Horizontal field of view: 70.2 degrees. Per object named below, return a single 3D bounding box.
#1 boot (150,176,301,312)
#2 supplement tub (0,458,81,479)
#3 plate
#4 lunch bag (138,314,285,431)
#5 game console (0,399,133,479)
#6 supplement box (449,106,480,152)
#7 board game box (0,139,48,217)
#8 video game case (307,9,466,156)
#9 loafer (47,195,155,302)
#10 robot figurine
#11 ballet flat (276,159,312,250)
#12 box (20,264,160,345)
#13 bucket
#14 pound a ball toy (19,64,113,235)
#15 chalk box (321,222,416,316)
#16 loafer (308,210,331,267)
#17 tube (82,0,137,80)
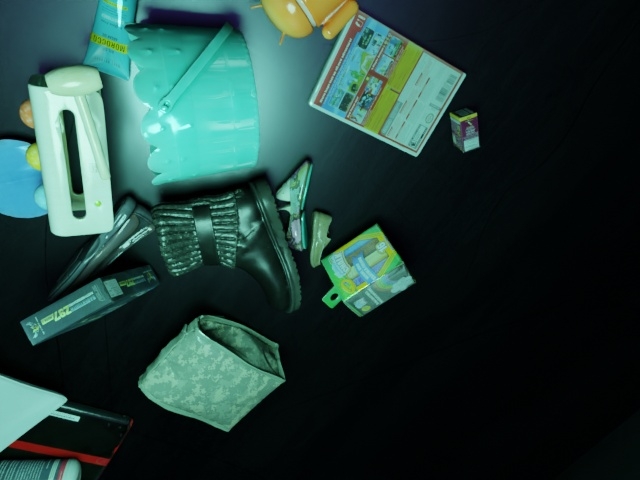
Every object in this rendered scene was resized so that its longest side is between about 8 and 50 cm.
[{"bbox_3d":[-0.203,0.045,1.019,0.260,0.131,0.348,-21,112,-15],"label":"boot"},{"bbox_3d":[-0.776,0.663,1.161,0.272,0.191,0.191,9,117,-19],"label":"supplement tub"},{"bbox_3d":[-0.816,0.399,1.079,0.277,0.045,0.278,-37,134,5],"label":"plate"},{"bbox_3d":[-0.278,0.323,1.158,0.235,0.169,0.287,-45,123,14],"label":"lunch bag"},{"bbox_3d":[-0.770,0.561,1.257,0.386,0.060,0.342,26,105,-25],"label":"game console"},{"bbox_3d":[0.327,-0.250,1.030,0.043,0.055,0.083,-19,122,-2],"label":"supplement box"},{"bbox_3d":[-0.598,-0.127,0.910,0.133,0.033,0.169,-15,126,-10],"label":"board game box"},{"bbox_3d":[0.142,-0.323,0.965,0.285,0.025,0.204,20,114,-22],"label":"video game case"},{"bbox_3d":[-0.473,0.041,0.993,0.095,0.109,0.302,36,103,-32],"label":"loafer"},{"bbox_3d":[-0.017,-0.452,0.798,0.219,0.128,0.158,-39,135,9],"label":"robot figurine"},{"bbox_3d":[-0.063,-0.077,1.039,0.079,0.077,0.222,8,119,5],"label":"ballet flat"},{"bbox_3d":[-0.474,0.129,0.970,0.183,0.232,0.059,-28,91,4],"label":"box"},{"bbox_3d":[-0.221,-0.239,0.795,0.183,0.281,0.281,-10,121,-17],"label":"bucket"},{"bbox_3d":[-0.451,-0.159,0.806,0.135,0.208,0.319,-6,121,-25],"label":"pound a ball toy"},{"bbox_3d":[0.098,0.087,1.108,0.213,0.132,0.132,-33,146,7],"label":"chalk box"},{"bbox_3d":[0.000,0.000,1.099,0.050,0.056,0.148,2,119,-6],"label":"loafer"},{"bbox_3d":[-0.361,-0.395,0.803,0.080,0.052,0.207,18,120,-14],"label":"tube"}]
